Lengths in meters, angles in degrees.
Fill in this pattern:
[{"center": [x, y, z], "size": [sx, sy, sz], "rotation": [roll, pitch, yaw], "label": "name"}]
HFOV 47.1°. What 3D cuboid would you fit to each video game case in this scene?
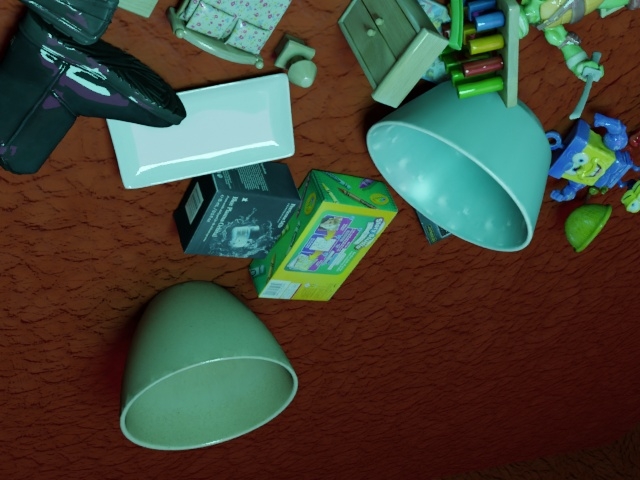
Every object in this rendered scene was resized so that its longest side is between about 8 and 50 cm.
[{"center": [0.176, -0.307, 1.143], "size": [0.166, 0.015, 0.119], "rotation": [10, 133, -36], "label": "video game case"}]

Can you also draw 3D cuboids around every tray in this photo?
[{"center": [-0.176, -0.169, 1.110], "size": [0.270, 0.030, 0.145], "rotation": [-13, 131, -12], "label": "tray"}]

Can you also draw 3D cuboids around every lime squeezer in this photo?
[{"center": [0.221, -0.400, 0.983], "size": [0.059, 0.110, 0.310], "rotation": [35, 86, -31], "label": "lime squeezer"}]

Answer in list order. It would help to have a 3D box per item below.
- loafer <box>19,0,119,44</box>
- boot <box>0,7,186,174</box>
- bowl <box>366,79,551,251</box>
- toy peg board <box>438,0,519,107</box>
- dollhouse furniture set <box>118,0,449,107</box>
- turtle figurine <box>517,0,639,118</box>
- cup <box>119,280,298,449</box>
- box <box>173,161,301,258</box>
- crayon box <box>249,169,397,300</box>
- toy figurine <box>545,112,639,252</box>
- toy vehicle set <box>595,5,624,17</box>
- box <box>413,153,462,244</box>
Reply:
[{"center": [-0.334, -0.311, 0.833], "size": [0.223, 0.076, 0.078], "rotation": [29, 104, -39], "label": "loafer"}, {"center": [-0.335, -0.169, 0.985], "size": [0.246, 0.094, 0.207], "rotation": [27, 119, -36], "label": "boot"}, {"center": [0.245, -0.142, 1.193], "size": [0.163, 0.311, 0.311], "rotation": [-53, 145, -13], "label": "bowl"}, {"center": [0.218, -0.291, 1.049], "size": [0.079, 0.161, 0.160], "rotation": [-13, 135, 1], "label": "toy peg board"}, {"center": [-0.019, -0.316, 0.898], "size": [0.355, 0.174, 0.303], "rotation": [11, 132, -37], "label": "dollhouse furniture set"}, {"center": [0.398, -0.318, 1.007], "size": [0.266, 0.274, 0.198], "rotation": [-28, 110, 5], "label": "turtle figurine"}, {"center": [-0.233, 0.220, 1.421], "size": [0.331, 0.237, 0.331], "rotation": [-13, 143, -10], "label": "cup"}, {"center": [-0.142, -0.055, 1.239], "size": [0.158, 0.093, 0.156], "rotation": [5, 137, -33], "label": "box"}, {"center": [0.000, 0.000, 1.390], "size": [0.165, 0.081, 0.278], "rotation": [6, 135, -33], "label": "crayon box"}, {"center": [0.523, -0.159, 1.453], "size": [0.217, 0.191, 0.362], "rotation": [22, 141, -5], "label": "toy figurine"}, {"center": [0.530, -0.468, 1.098], "size": [0.267, 0.035, 0.166], "rotation": [-28, 144, 8], "label": "toy vehicle set"}, {"center": [0.253, -0.097, 1.425], "size": [0.159, 0.044, 0.233], "rotation": [-26, 144, 5], "label": "box"}]
